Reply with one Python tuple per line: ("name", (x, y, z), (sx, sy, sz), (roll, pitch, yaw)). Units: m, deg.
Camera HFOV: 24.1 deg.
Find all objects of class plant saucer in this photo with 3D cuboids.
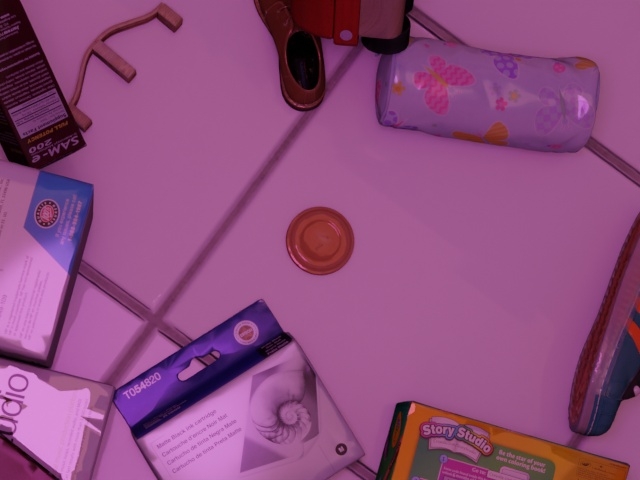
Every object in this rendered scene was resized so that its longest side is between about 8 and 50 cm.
("plant saucer", (0.000, 0.000, 1.807), (0.083, 0.013, 0.084), (1, 82, -7))

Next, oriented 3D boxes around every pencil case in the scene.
("pencil case", (0.201, -0.181, 1.810), (0.273, 0.113, 0.124), (6, 79, -7))

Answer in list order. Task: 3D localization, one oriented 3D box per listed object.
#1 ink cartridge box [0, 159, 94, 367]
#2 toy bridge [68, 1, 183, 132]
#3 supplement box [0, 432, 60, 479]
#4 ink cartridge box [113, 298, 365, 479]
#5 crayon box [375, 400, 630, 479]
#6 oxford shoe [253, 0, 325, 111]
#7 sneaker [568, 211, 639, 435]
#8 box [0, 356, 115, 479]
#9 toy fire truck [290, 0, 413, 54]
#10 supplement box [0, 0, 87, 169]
("ink cartridge box", (-0.405, 0.011, 1.654), (0.270, 0.197, 0.198), (16, 80, -6))
("toy bridge", (-0.249, -0.215, 1.796), (0.063, 0.026, 0.188), (40, 79, 2))
("supplement box", (-0.388, 0.277, 1.546), (0.194, 0.129, 0.191), (38, 77, -2))
("ink cartridge box", (-0.097, 0.214, 1.746), (0.223, 0.045, 0.224), (-33, 87, -11))
("crayon box", (0.205, 0.304, 1.757), (0.278, 0.081, 0.165), (17, 80, -5))
("oxford shoe", (-0.031, -0.268, 1.811), (0.076, 0.076, 0.212), (-15, 82, -8))
("sneaker", (0.396, 0.106, 1.799), (0.121, 0.108, 0.302), (24, 78, 0))
("box", (-0.409, 0.233, 1.644), (0.322, 0.058, 0.232), (14, 80, -5))
("toy fire truck", (-0.007, -0.346, 1.757), (0.246, 0.158, 0.217), (6, 43, 3))
("supplement box", (-0.352, -0.202, 1.657), (0.073, 0.130, 0.239), (-28, 108, -18))
